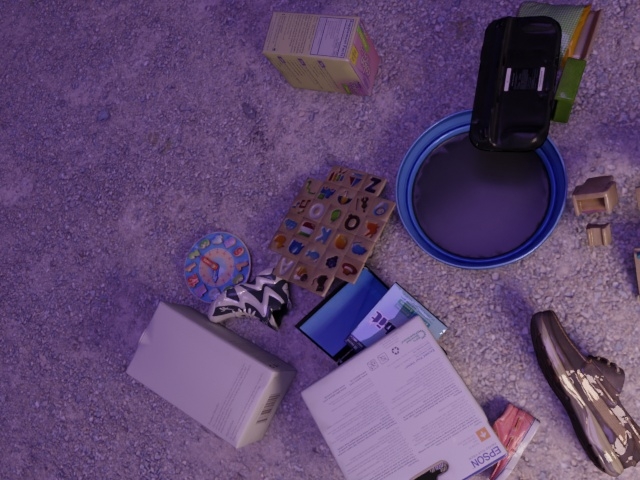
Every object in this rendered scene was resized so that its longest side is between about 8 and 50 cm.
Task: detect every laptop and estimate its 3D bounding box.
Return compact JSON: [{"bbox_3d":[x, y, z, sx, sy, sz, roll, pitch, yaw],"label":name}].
[{"bbox_3d":[0.118,0.239,1.296,0.234,0.136,0.264,-43,57,8],"label":"laptop"}]

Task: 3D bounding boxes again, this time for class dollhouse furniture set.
[{"bbox_3d":[0.527,-0.453,1.275,0.197,0.151,0.301,17,86,21],"label":"dollhouse furniture set"},{"bbox_3d":[0.735,-0.006,1.167,0.286,0.198,0.303,-5,110,40],"label":"dollhouse furniture set"}]

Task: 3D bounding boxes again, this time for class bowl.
[{"bbox_3d":[0.378,-0.120,1.306,0.391,0.077,0.391,-4,78,19],"label":"bowl"}]

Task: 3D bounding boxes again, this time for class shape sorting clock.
[{"bbox_3d":[-0.291,0.075,1.525,0.206,0.040,0.206,-4,79,19],"label":"shape sorting clock"}]

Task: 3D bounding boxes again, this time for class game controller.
[{"bbox_3d":[0.430,-0.349,1.201,0.166,0.067,0.319,9,82,17],"label":"game controller"}]

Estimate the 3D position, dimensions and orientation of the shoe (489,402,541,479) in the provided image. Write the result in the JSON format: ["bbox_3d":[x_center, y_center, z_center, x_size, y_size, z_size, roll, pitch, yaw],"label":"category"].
[{"bbox_3d":[0.404,0.450,1.201,0.081,0.063,0.178,32,86,23],"label":"shoe"}]

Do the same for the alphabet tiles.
[{"bbox_3d":[0.023,-0.034,1.380,0.285,0.011,0.342,20,74,34],"label":"alphabet tiles"}]

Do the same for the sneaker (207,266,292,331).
[{"bbox_3d":[-0.176,0.190,1.430,0.235,0.094,0.153,-28,65,-2],"label":"sneaker"}]

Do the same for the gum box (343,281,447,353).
[{"bbox_3d":[0.173,0.215,1.258,0.157,0.041,0.184,41,96,8],"label":"gum box"}]

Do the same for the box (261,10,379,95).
[{"bbox_3d":[0.007,-0.488,1.432,0.243,0.213,0.117,14,85,21],"label":"box"}]

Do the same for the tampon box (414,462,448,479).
[{"bbox_3d":[0.231,0.478,1.222,0.161,0.120,0.101,-5,77,19],"label":"tampon box"}]

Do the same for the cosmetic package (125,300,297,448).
[{"bbox_3d":[-0.288,0.338,1.416,0.385,0.156,0.217,27,90,23],"label":"cosmetic package"}]

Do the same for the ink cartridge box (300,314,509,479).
[{"bbox_3d":[0.169,0.384,1.167,0.324,0.071,0.330,-34,70,8],"label":"ink cartridge box"}]

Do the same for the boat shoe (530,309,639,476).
[{"bbox_3d":[0.566,0.304,1.147,0.130,0.132,0.355,-25,81,4],"label":"boat shoe"}]

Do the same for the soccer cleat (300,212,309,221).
[{"bbox_3d":[0.000,0.000,1.432,0.179,0.060,0.072,42,105,28],"label":"soccer cleat"}]
